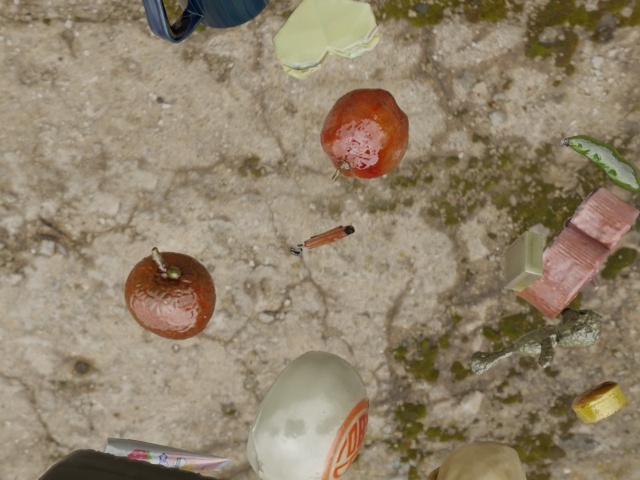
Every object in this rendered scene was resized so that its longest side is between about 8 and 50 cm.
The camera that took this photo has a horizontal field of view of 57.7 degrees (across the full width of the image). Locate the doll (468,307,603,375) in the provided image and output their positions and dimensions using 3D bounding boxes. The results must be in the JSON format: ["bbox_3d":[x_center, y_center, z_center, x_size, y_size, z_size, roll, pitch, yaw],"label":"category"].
[{"bbox_3d":[0.482,0.225,1.301,0.286,0.203,0.091,-38,70,54],"label":"doll"}]

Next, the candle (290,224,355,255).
[{"bbox_3d":[0.001,0.000,0.943,0.021,0.026,0.167,43,149,-17],"label":"candle"}]

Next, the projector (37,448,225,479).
[{"bbox_3d":[-0.132,0.422,0.460,0.396,0.405,0.241,6,127,14],"label":"projector"}]

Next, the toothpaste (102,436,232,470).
[{"bbox_3d":[-0.244,0.347,0.924,0.195,0.042,0.067,16,140,-21],"label":"toothpaste"}]

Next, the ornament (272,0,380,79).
[{"bbox_3d":[0.004,-0.416,1.126,0.201,0.180,0.059,-18,158,8],"label":"ornament"}]

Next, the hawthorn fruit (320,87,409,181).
[{"bbox_3d":[0.095,-0.228,1.346,0.205,0.253,0.205,20,151,12],"label":"hawthorn fruit"}]

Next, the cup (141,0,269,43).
[{"bbox_3d":[-0.121,-0.274,0.546,0.150,0.138,0.113,-34,75,-2],"label":"cup"}]

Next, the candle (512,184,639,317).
[{"bbox_3d":[0.521,0.056,1.217,0.131,0.317,0.287,41,149,18],"label":"candle"}]

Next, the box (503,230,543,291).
[{"bbox_3d":[0.347,0.038,0.999,0.035,0.079,0.083,13,153,-4],"label":"box"}]

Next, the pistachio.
[{"bbox_3d":[0.242,0.389,0.875,0.158,0.230,0.157,6,101,33],"label":"pistachio"}]

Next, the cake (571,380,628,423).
[{"bbox_3d":[0.452,0.262,0.944,0.084,0.084,0.044,-36,70,21],"label":"cake"}]

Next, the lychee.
[{"bbox_3d":[-0.408,0.141,1.597,0.256,0.255,0.299,12,123,-2],"label":"lychee"}]

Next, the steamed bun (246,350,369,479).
[{"bbox_3d":[-0.004,0.367,1.149,0.177,0.283,0.282,22,122,24],"label":"steamed bun"}]

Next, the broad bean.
[{"bbox_3d":[0.687,-0.195,1.400,0.255,0.046,0.065,29,91,-13],"label":"broad bean"}]
